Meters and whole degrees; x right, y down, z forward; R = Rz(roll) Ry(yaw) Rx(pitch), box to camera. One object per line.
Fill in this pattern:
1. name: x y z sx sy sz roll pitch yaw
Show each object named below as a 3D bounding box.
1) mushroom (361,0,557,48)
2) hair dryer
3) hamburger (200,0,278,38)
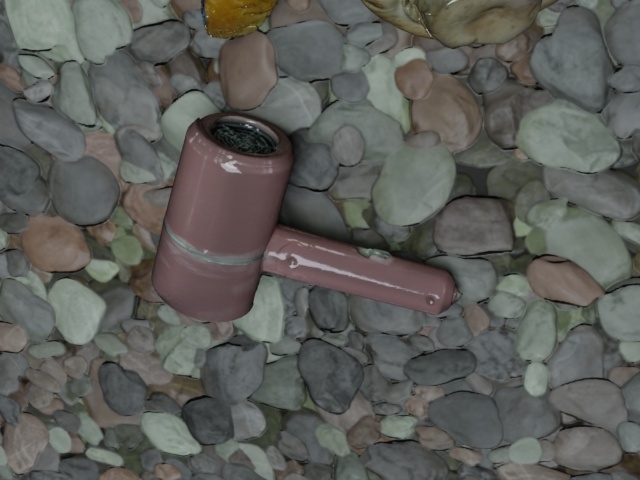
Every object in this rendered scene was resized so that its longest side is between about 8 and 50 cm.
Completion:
1. mushroom: 0.139 -0.269 0.987 0.254 0.184 0.255 -11 149 -7
2. hair dryer: 0.000 0.000 1.240 0.352 0.125 0.210 15 120 -6
3. hamburger: -0.072 -0.284 1.100 0.102 0.087 0.176 7 117 11
